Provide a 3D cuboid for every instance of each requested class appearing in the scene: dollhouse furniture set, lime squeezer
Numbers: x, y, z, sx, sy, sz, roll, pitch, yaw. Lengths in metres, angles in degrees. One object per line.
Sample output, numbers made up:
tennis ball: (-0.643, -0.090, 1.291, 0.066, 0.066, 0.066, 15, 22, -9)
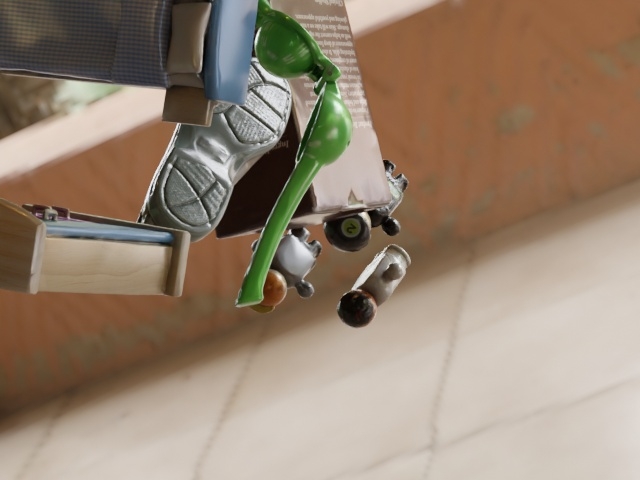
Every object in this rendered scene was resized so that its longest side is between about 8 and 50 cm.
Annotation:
dollhouse furniture set: (-0.218, -0.129, 1.297, 0.286, 0.303, 0.198, 9, 1, 24)
lime squeezer: (-0.039, -0.108, 1.372, 0.110, 0.310, 0.059, -13, -13, -1)

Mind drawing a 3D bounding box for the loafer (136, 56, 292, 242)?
loafer: (-0.113, -0.081, 1.844, 0.084, 0.096, 0.267, -41, 13, 41)

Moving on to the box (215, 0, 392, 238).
box: (-0.058, -0.203, 2.102, 0.143, 0.381, 0.191, -17, -5, 28)

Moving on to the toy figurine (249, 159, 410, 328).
toy figurine: (0.000, 0.000, 2.376, 0.213, 0.209, 0.148, 14, 40, 22)
